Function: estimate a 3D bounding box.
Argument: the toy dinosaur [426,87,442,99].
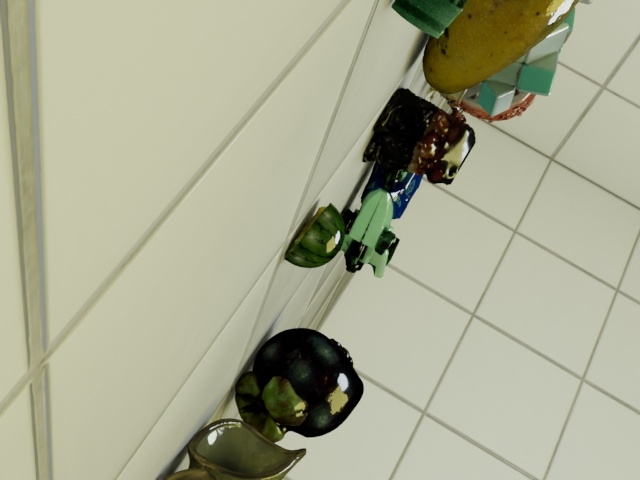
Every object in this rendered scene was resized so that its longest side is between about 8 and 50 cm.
[{"bbox_3d":[0.284,-0.363,2.102,0.180,0.037,0.058,-53,177,-45],"label":"toy dinosaur"}]

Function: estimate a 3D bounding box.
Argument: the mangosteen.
[{"bbox_3d":[-0.044,0.275,1.691,0.243,0.243,0.243,-59,175,-9],"label":"mangosteen"}]

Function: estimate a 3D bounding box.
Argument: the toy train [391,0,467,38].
[{"bbox_3d":[0.152,-0.315,0.913,0.200,0.083,0.132,-58,-174,-17],"label":"toy train"}]

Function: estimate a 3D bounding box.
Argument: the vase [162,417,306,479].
[{"bbox_3d":[-0.183,0.445,1.412,0.329,0.241,0.302,20,88,-59],"label":"vase"}]

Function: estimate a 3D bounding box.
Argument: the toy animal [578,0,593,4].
[{"bbox_3d":[0.461,-0.585,1.643,0.247,0.183,0.310,3,121,-46],"label":"toy animal"}]

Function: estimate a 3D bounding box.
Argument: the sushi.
[{"bbox_3d":[0.174,-0.170,1.500,0.153,0.150,0.172,-59,175,-7],"label":"sushi"}]

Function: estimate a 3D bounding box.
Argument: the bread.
[{"bbox_3d":[0.355,-0.354,1.879,0.224,0.212,0.142,-60,171,-1],"label":"bread"}]

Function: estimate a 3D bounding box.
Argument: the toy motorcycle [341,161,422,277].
[{"bbox_3d":[0.125,-0.079,1.770,0.196,0.125,0.331,-52,167,-51],"label":"toy motorcycle"}]

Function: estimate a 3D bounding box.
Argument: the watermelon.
[{"bbox_3d":[0.000,0.000,1.292,0.105,0.062,0.105,-54,175,-6],"label":"watermelon"}]

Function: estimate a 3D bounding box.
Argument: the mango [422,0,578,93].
[{"bbox_3d":[0.253,-0.340,1.335,0.329,0.175,0.176,-41,164,36],"label":"mango"}]

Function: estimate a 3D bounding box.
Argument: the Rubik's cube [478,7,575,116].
[{"bbox_3d":[0.331,-0.353,1.653,0.265,0.224,0.213,107,-2,-59],"label":"Rubik's cube"}]
